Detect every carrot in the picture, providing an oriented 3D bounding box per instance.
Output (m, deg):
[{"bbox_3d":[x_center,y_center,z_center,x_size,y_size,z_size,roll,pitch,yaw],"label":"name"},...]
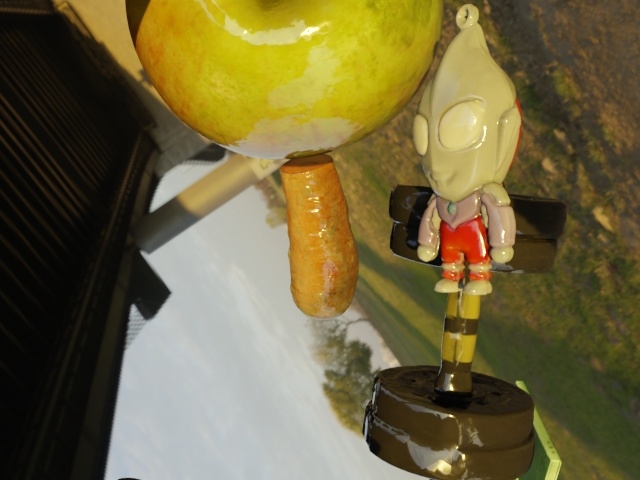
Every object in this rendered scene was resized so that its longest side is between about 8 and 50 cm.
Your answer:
[{"bbox_3d":[0.000,0.000,1.262,0.138,0.139,0.302,-124,23,-62],"label":"carrot"}]

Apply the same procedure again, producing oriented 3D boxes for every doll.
[{"bbox_3d":[0.115,-0.072,0.540,0.102,0.075,0.227,3,92,56],"label":"doll"}]

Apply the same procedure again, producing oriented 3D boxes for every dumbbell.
[{"bbox_3d":[0.147,0.087,0.722,0.185,0.185,0.388,-124,39,-83],"label":"dumbbell"}]

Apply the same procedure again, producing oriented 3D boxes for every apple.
[{"bbox_3d":[-0.035,-0.246,0.718,0.339,0.339,0.339,56,180,0],"label":"apple"}]

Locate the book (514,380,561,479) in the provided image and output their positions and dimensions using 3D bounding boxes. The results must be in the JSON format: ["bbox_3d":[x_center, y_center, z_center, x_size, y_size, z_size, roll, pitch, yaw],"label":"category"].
[{"bbox_3d":[0.251,0.254,0.836,0.135,0.017,0.103,-96,9,-61],"label":"book"}]

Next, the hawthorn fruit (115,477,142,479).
[{"bbox_3d":[-0.252,0.401,0.777,0.189,0.251,0.189,40,158,20],"label":"hawthorn fruit"}]
